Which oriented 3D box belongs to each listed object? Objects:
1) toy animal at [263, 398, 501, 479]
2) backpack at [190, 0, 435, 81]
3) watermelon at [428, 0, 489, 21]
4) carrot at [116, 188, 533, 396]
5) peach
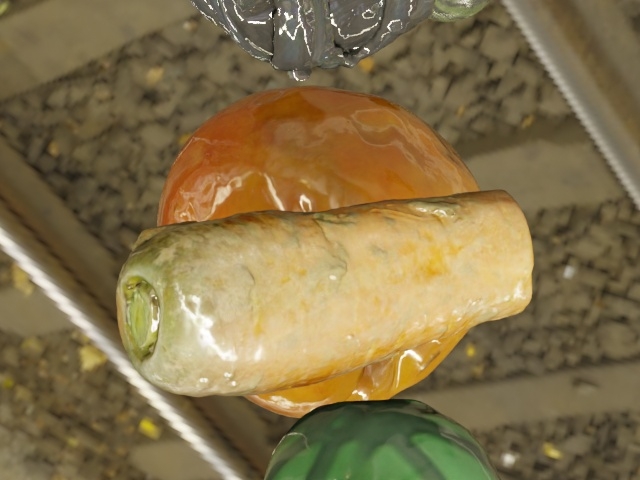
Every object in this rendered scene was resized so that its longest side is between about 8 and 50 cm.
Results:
[{"bbox_3d":[0.048,0.248,1.087,0.216,0.338,0.191,-7,133,5],"label":"toy animal"},{"bbox_3d":[-0.002,-0.205,0.766,0.206,0.133,0.258,-18,131,-15],"label":"backpack"},{"bbox_3d":[0.133,-0.288,1.692,0.105,0.133,0.105,26,130,36],"label":"watermelon"},{"bbox_3d":[0.005,0.038,1.110,0.301,0.139,0.139,-6,147,-21],"label":"carrot"},{"bbox_3d":[0.000,0.000,1.569,0.301,0.342,0.343,44,151,30],"label":"peach"}]
